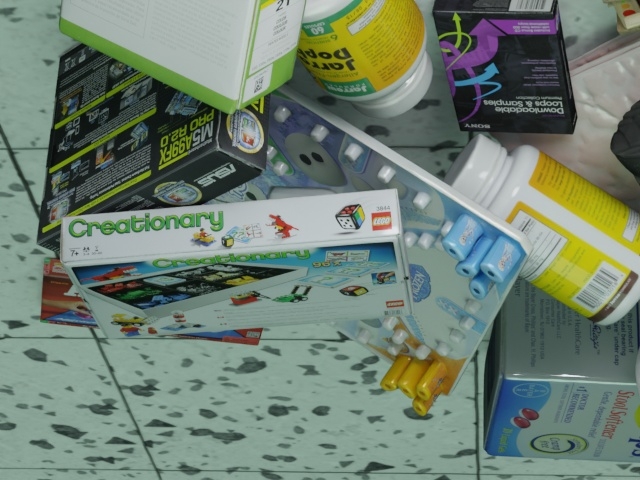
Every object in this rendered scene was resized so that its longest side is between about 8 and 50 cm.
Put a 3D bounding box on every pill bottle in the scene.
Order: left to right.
[{"bbox_3d":[0.027,-0.197,1.672,0.118,0.117,0.208,-8,151,20],"label":"pill bottle"},{"bbox_3d":[0.224,-0.015,1.842,0.215,0.117,0.117,32,147,-6],"label":"pill bottle"}]

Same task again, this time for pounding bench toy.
[{"bbox_3d":[0.284,-0.209,1.661,0.052,0.083,0.065,-9,150,21],"label":"pounding bench toy"}]

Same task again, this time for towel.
[{"bbox_3d":[0.373,-0.075,1.833,0.317,0.053,0.332,-22,122,42],"label":"towel"}]

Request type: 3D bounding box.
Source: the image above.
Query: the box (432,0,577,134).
[{"bbox_3d":[0.176,-0.165,1.761,0.116,0.029,0.162,3,141,20],"label":"box"}]

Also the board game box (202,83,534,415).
[{"bbox_3d":[0.000,0.000,1.930,0.390,0.050,0.390,32,154,7],"label":"board game box"}]

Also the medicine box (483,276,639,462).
[{"bbox_3d":[0.355,0.160,2.304,0.289,0.149,0.263,3,153,1],"label":"medicine box"}]

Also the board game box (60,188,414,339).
[{"bbox_3d":[-0.071,0.026,1.733,0.305,0.053,0.193,-4,156,4],"label":"board game box"}]

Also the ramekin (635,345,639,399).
[{"bbox_3d":[0.451,0.154,1.998,0.207,0.207,0.109,17,143,-26],"label":"ramekin"}]

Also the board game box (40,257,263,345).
[{"bbox_3d":[-0.207,0.078,2.331,0.281,0.027,0.145,6,151,-7],"label":"board game box"}]

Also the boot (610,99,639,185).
[{"bbox_3d":[0.453,-0.053,1.706,0.338,0.118,0.222,-3,136,45],"label":"boot"}]

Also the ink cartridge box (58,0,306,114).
[{"bbox_3d":[-0.101,-0.260,1.522,0.189,0.097,0.255,27,125,21],"label":"ink cartridge box"}]

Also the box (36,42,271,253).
[{"bbox_3d":[-0.153,-0.121,1.730,0.060,0.216,0.270,24,145,-37],"label":"box"}]
